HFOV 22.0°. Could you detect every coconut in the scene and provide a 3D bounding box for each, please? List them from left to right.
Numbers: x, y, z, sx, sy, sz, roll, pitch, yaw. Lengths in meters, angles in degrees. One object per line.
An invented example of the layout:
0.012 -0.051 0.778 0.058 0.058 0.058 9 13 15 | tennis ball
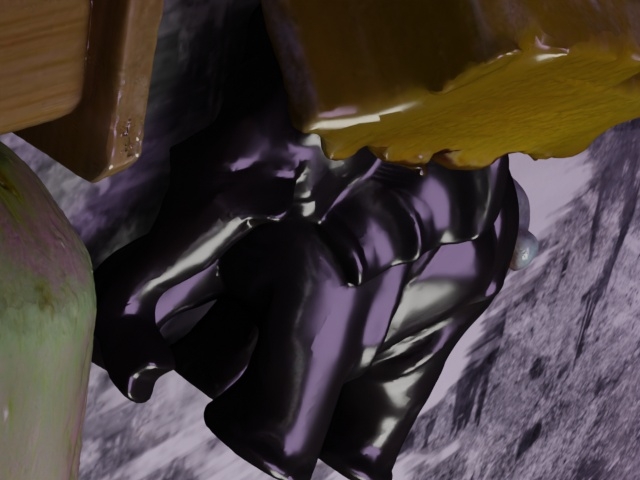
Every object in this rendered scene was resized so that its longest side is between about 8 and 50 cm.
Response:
-0.199 0.063 0.699 0.236 0.204 0.236 -170 -90 -78 | coconut

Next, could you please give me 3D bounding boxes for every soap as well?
0.060 -0.183 0.812 0.143 0.281 0.259 -25 167 30 | soap

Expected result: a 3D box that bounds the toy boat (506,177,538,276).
0.085 0.029 1.236 0.227 0.085 0.155 -36 142 -37 | toy boat

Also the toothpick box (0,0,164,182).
-0.221 -0.102 0.544 0.308 0.187 0.190 -22 134 -44 | toothpick box

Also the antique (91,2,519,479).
0.000 0.000 0.987 0.255 0.185 0.322 -55 152 7 | antique
